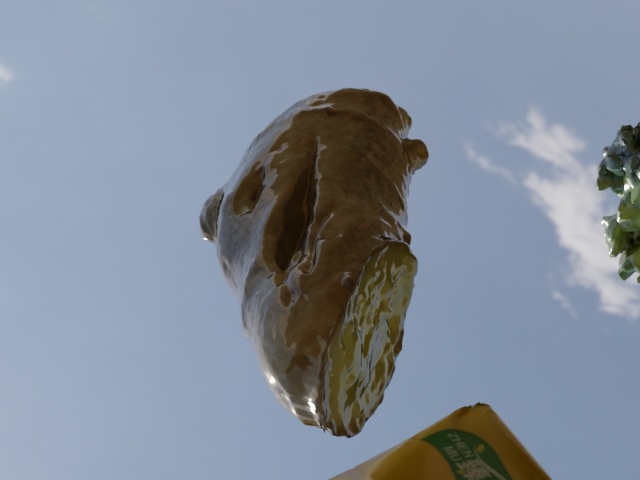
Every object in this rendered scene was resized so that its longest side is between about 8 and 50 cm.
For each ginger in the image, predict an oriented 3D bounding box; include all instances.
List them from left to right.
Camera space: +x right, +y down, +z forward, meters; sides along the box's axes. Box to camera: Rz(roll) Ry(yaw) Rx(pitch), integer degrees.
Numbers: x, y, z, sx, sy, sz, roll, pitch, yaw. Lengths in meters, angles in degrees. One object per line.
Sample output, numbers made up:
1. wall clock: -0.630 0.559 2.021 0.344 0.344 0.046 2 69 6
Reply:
1. ginger: 0.000 0.000 0.711 0.190 0.126 0.354 -14 -146 4

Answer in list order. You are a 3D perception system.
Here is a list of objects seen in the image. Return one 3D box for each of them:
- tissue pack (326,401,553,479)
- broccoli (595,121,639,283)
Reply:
1. tissue pack: 0.112 0.350 0.716 0.293 0.228 0.382 -24 -139 -15
2. broccoli: 0.397 -0.020 0.827 0.277 0.338 0.318 -9 -107 -15
